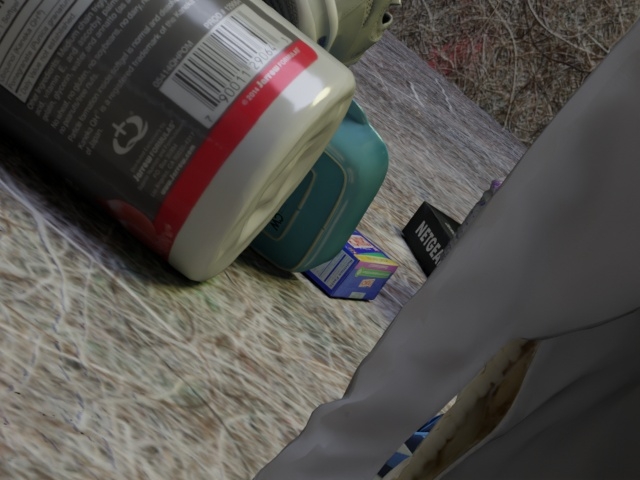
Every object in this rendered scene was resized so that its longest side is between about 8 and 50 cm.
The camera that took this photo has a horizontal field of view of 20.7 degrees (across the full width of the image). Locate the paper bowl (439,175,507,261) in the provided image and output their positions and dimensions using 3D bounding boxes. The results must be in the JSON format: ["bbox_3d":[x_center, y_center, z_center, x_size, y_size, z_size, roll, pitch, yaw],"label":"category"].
[{"bbox_3d":[0.221,0.083,1.477,0.284,0.148,0.284,35,12,-9],"label":"paper bowl"}]

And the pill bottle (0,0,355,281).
[{"bbox_3d":[-0.149,-0.133,1.161,0.318,0.176,0.176,38,11,5],"label":"pill bottle"}]

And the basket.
[{"bbox_3d":[0.168,0.154,0.598,0.331,0.328,0.266,41,8,24],"label":"basket"}]

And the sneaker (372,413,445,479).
[{"bbox_3d":[0.070,0.139,1.024,0.144,0.059,0.053,39,10,4],"label":"sneaker"}]

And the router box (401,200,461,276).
[{"bbox_3d":[0.162,0.038,1.742,0.133,0.046,0.179,32,12,-20],"label":"router box"}]

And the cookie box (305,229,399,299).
[{"bbox_3d":[0.000,0.000,1.420,0.107,0.040,0.092,41,11,19],"label":"cookie box"}]

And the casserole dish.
[{"bbox_3d":[-0.022,-0.043,1.293,0.114,0.188,0.037,38,51,6],"label":"casserole dish"}]

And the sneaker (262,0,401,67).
[{"bbox_3d":[0.012,-0.171,1.415,0.281,0.115,0.105,160,-89,-83],"label":"sneaker"}]
